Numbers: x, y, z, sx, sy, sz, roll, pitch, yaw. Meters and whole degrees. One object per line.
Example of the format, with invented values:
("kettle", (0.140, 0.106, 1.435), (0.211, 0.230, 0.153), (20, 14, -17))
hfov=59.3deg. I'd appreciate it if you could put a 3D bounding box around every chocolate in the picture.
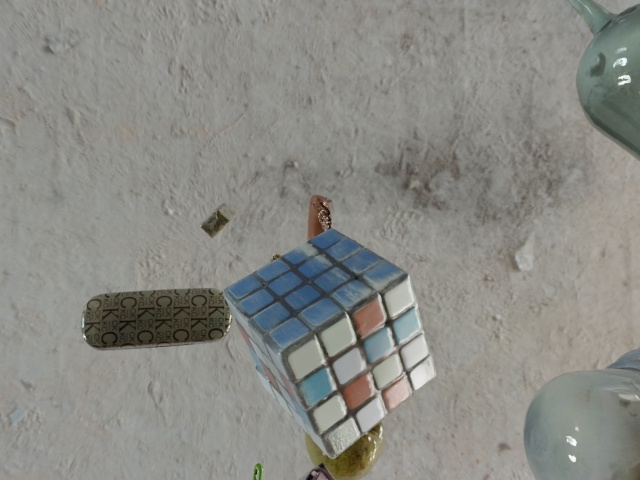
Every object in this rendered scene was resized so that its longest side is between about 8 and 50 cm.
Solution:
("chocolate", (0.277, 0.199, 0.555), (0.147, 0.221, 0.222), (7, 88, -2))

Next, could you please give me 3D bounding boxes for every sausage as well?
("sausage", (-0.001, -0.002, 1.701), (0.079, 0.087, 0.327), (-12, 59, 19))

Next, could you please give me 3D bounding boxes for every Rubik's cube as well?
("Rubik's cube", (0.016, 0.169, 1.007), (0.256, 0.259, 0.254), (-31, 120, -19))

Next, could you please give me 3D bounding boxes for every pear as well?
("pear", (0.068, 0.530, 1.518), (0.188, 0.211, 0.229), (24, 39, -44))

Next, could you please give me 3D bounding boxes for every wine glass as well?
("wine glass", (0.160, -0.114, 0.307), (0.079, 0.079, 0.196), (-23, 63, -10))

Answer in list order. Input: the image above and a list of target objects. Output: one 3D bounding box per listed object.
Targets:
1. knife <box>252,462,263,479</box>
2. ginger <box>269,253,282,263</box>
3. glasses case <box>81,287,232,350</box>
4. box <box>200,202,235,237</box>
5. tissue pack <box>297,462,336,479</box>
("knife", (-0.138, 0.598, 1.222), (0.015, 0.054, 0.212), (19, 70, -49))
("ginger", (-0.087, 0.124, 1.448), (0.095, 0.069, 0.190), (-10, 105, -8))
("glasses case", (-0.392, 0.190, 1.363), (0.354, 0.085, 0.137), (-3, 72, -9))
("box", (-0.235, -0.048, 1.294), (0.062, 0.098, 0.045), (-43, 101, 11))
("tissue pack", (0.013, 0.355, 0.507), (0.148, 0.092, 0.246), (-39, 88, 11))
